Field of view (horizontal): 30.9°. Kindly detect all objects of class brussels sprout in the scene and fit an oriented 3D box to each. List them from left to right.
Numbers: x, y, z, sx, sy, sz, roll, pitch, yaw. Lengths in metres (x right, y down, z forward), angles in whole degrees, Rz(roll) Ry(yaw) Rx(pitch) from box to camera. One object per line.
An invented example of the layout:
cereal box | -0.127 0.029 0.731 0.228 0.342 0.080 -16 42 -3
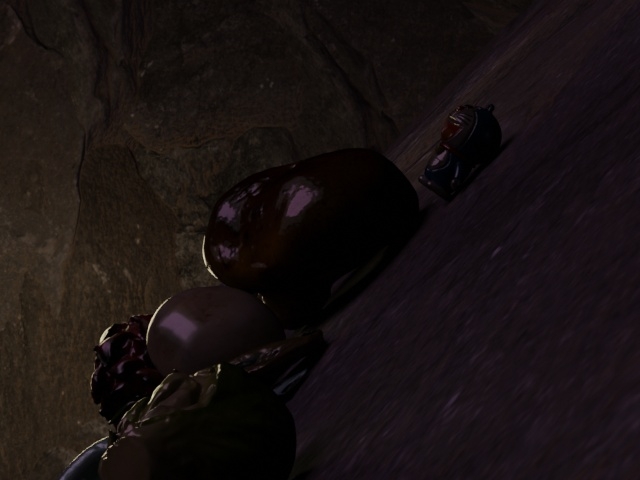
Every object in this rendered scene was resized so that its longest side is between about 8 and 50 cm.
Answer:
brussels sprout | -0.099 0.188 1.012 0.131 0.145 0.183 -33 7 36

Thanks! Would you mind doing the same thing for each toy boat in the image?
toy boat | -0.321 0.358 1.658 0.207 0.134 0.078 -51 -37 -39

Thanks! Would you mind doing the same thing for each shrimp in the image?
shrimp | -0.103 0.180 1.492 0.253 0.058 0.173 -27 -1 -14

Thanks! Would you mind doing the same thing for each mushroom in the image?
mushroom | -0.144 0.169 1.689 0.206 0.209 0.206 -17 12 4
mushroom | 0.000 0.000 1.793 0.346 0.259 0.345 -18 10 3

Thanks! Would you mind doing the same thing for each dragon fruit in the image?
dragon fruit | -0.282 0.220 1.969 0.234 0.234 0.293 -45 21 8

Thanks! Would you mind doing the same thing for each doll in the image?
doll | 0.203 -0.132 1.655 0.152 0.085 0.114 -54 26 7

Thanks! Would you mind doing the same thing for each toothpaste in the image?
toothpaste | -0.091 0.217 1.472 0.205 0.036 0.056 -38 3 41

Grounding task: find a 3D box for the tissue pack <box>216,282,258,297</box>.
tissue pack | -0.101 0.083 2.171 0.361 0.122 0.259 -41 6 18
